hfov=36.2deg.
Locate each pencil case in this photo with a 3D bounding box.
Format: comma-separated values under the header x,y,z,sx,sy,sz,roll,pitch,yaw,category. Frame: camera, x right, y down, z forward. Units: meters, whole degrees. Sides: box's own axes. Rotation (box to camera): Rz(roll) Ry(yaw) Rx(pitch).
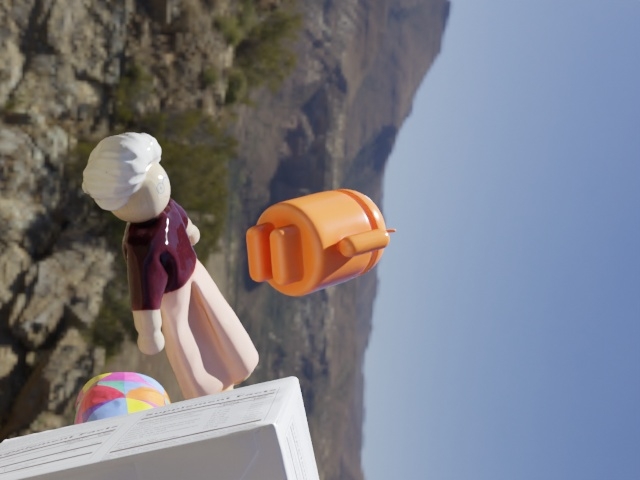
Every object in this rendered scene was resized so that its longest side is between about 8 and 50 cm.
x,y,z,sx,sy,sz,roll,pitch,yaw,category
-0.165,0.200,0.848,0.236,0.104,0.105,-125,-145,-70,pencil case

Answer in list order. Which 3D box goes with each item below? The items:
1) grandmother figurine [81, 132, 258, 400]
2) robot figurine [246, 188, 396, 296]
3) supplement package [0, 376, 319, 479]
x,y,z,sx,sy,sz,roll,pitch,yaw,category
-0.162,0.033,1.073,0.208,0.104,0.342,-99,172,-57,grandmother figurine
-0.002,-0.001,1.304,0.158,0.219,0.128,-47,-111,40,robot figurine
-0.088,0.237,0.574,0.145,0.204,0.262,-37,115,-87,supplement package
